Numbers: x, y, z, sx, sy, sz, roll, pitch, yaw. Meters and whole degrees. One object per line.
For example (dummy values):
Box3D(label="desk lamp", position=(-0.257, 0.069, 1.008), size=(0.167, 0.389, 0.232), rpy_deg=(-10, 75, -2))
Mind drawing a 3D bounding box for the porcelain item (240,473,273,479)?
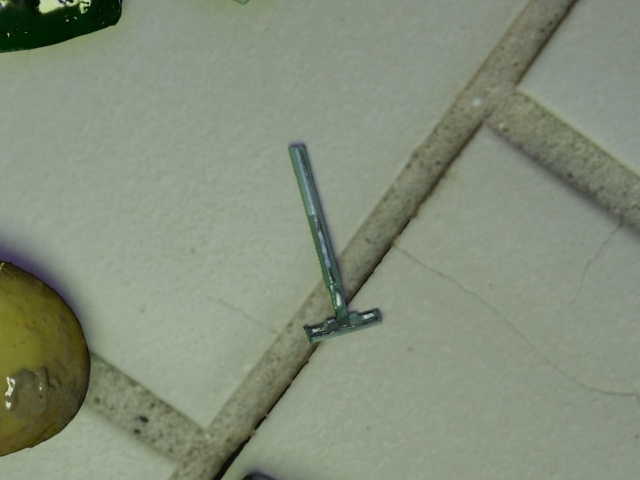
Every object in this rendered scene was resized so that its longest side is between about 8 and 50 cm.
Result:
Box3D(label="porcelain item", position=(-0.043, 0.326, 1.347), size=(0.147, 0.147, 0.114), rpy_deg=(28, 91, -5))

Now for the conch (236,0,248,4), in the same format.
Box3D(label="conch", position=(-0.097, -0.322, 1.320), size=(0.172, 0.131, 0.200), rpy_deg=(-14, 53, 18))

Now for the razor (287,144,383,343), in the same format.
Box3D(label="razor", position=(0.001, 0.000, 1.390), size=(0.084, 0.036, 0.211), rpy_deg=(-15, 95, -6))

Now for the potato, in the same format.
Box3D(label="potato", position=(-0.363, 0.115, 1.289), size=(0.266, 0.229, 0.229), rpy_deg=(7, 92, -10))

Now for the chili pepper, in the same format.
Box3D(label="chili pepper", position=(-0.331, -0.267, 1.289), size=(0.261, 0.174, 0.165), rpy_deg=(-5, 120, -7))
